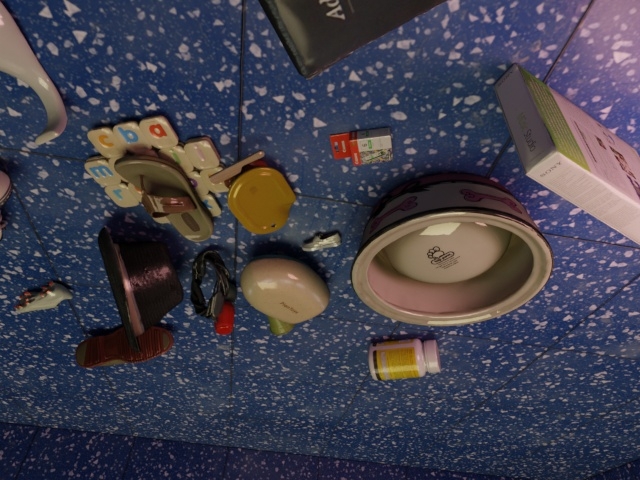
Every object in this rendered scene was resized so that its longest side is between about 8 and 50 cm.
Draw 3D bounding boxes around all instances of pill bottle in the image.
[{"bbox_3d":[0.264,0.372,1.441,0.209,0.119,0.119,-10,138,17],"label":"pill bottle"}]

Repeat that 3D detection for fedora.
[{"bbox_3d":[-0.428,0.109,1.126,0.153,0.334,0.334,-16,146,-24],"label":"fedora"}]

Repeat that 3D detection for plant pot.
[{"bbox_3d":[-0.124,0.218,1.334,0.084,0.083,0.079,-11,126,17],"label":"plant pot"}]

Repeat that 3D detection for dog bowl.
[{"bbox_3d":[0.272,0.024,1.003,0.409,0.150,0.407,3,141,3],"label":"dog bowl"}]

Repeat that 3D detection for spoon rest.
[{"bbox_3d":[-0.527,-0.299,0.759,0.138,0.084,0.276,-15,123,20],"label":"spoon rest"}]

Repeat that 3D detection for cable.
[{"bbox_3d":[-0.285,0.108,1.171,0.047,0.151,0.184,-4,110,-39],"label":"cable"}]

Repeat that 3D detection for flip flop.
[{"bbox_3d":[-0.318,-0.073,0.961,0.113,0.080,0.277,-9,141,15],"label":"flip flop"}]

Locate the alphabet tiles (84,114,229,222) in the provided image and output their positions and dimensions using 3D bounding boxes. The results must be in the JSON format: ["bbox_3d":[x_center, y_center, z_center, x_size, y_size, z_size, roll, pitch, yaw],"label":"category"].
[{"bbox_3d":[-0.335,-0.138,0.962,0.285,0.021,0.277,-7,141,13],"label":"alphabet tiles"}]

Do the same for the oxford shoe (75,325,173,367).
[{"bbox_3d":[-0.630,0.349,1.529,0.349,0.122,0.130,-9,165,14],"label":"oxford shoe"}]

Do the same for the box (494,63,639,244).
[{"bbox_3d":[0.432,-0.129,0.739,0.322,0.232,0.058,25,135,-22],"label":"box"}]

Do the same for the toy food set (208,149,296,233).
[{"bbox_3d":[-0.138,-0.108,0.952,0.128,0.071,0.217,-35,140,-3],"label":"toy food set"}]

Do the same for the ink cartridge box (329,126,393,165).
[{"bbox_3d":[0.078,-0.176,0.872,0.115,0.029,0.062,-5,140,10],"label":"ink cartridge box"}]

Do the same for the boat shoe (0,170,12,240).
[{"bbox_3d":[-0.764,-0.058,1.035,0.341,0.127,0.158,-8,146,27],"label":"boat shoe"}]

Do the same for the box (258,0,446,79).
[{"bbox_3d":[0.068,-0.449,0.254,0.472,0.297,0.479,-27,134,6],"label":"box"}]

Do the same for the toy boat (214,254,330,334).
[{"bbox_3d":[-0.150,0.130,1.193,0.319,0.148,0.267,-23,139,19],"label":"toy boat"}]

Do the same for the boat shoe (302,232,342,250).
[{"bbox_3d":[0.000,0.000,1.092,0.100,0.035,0.035,-10,111,22],"label":"boat shoe"}]

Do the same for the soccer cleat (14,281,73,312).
[{"bbox_3d":[-0.820,0.179,1.354,0.196,0.068,0.076,-20,137,22],"label":"soccer cleat"}]
